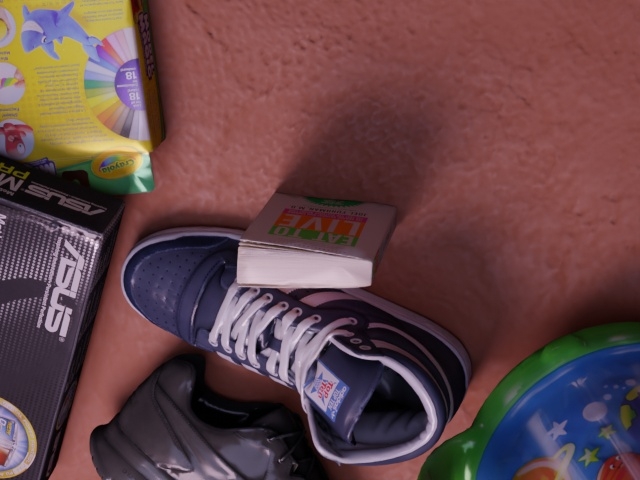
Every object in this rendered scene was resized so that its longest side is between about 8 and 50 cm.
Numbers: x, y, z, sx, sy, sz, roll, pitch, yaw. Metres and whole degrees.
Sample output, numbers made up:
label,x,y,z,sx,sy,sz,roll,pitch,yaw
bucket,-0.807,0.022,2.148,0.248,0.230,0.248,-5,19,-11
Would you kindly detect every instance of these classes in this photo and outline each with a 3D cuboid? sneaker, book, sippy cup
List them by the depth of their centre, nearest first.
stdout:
label,x,y,z,sx,sy,sz,roll,pitch,yaw
sippy cup,0.237,0.207,1.283,0.305,0.224,0.240,-31,116,1
book,0.000,0.000,1.335,0.096,0.144,0.035,5,107,7
sneaker,-0.026,0.076,1.356,0.282,0.153,0.099,21,108,3
sneaker,-0.037,0.200,1.425,0.286,0.109,0.130,36,102,-5

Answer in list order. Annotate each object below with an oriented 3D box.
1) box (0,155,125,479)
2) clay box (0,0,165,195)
label,x,y,z,sx,sy,sz,roll,pitch,yaw
box,-0.285,0.054,1.410,0.216,0.060,0.270,21,122,3
clay box,-0.191,-0.143,1.371,0.127,0.053,0.222,-3,107,10
